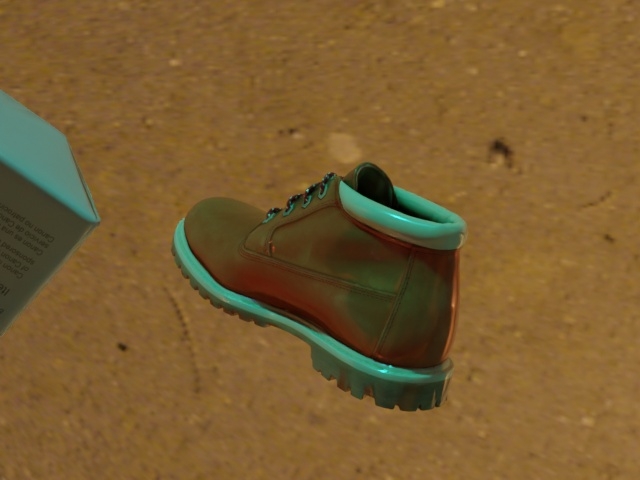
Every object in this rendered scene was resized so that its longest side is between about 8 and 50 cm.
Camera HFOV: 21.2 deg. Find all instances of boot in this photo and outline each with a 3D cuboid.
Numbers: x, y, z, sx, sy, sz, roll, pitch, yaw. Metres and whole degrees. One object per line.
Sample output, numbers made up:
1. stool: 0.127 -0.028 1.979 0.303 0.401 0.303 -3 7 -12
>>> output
1. boot: 0.000 0.000 0.707 0.059 0.158 0.085 -11 118 -44

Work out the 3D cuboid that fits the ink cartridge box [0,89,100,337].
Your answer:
1. ink cartridge box: -0.181 0.010 0.568 0.127 0.072 0.175 37 102 -31
